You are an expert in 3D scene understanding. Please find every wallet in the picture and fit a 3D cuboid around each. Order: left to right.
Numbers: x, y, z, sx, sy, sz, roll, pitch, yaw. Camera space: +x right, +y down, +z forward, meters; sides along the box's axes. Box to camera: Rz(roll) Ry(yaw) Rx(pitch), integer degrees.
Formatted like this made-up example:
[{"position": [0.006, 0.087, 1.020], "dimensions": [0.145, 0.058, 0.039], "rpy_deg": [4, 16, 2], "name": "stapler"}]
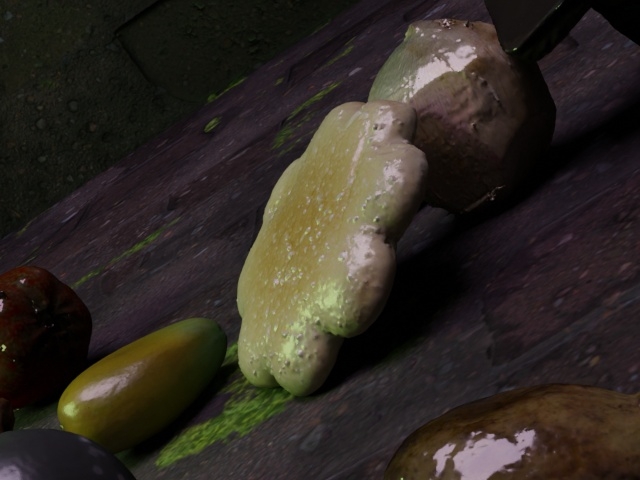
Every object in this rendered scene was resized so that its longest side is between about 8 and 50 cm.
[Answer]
[{"position": [0.273, -0.302, 1.395], "dimensions": [0.309, 0.042, 0.165], "rpy_deg": [-48, 27, 21], "name": "wallet"}]

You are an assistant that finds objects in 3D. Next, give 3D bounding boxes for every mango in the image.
[{"position": [-0.178, 0.145, 1.520], "dimensions": [0.194, 0.092, 0.130], "rpy_deg": [-35, 12, -17], "name": "mango"}]

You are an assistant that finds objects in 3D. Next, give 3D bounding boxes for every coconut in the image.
[{"position": [0.138, -0.133, 1.499], "dimensions": [0.194, 0.194, 0.194], "rpy_deg": [-33, 14, 9], "name": "coconut"}]

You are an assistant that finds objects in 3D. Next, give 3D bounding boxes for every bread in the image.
[{"position": [0.000, 0.000, 1.405], "dimensions": [0.316, 0.054, 0.316], "rpy_deg": [-49, 26, 35], "name": "bread"}]

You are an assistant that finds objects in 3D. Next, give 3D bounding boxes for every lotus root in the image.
[{"position": [0.117, 0.138, 0.800], "dimensions": [0.214, 0.138, 0.138], "rpy_deg": [-30, 15, 20], "name": "lotus root"}]

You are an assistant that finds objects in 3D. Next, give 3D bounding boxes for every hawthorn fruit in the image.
[{"position": [-0.396, 0.133, 1.920], "dimensions": [0.181, 0.181, 0.235], "rpy_deg": [-45, 13, -35], "name": "hawthorn fruit"}]

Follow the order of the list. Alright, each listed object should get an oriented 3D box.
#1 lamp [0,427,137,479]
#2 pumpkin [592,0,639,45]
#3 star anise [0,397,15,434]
[{"position": [-0.256, 0.283, 1.118], "dimensions": [0.314, 0.182, 0.182], "rpy_deg": [-50, 17, -10], "name": "lamp"}, {"position": [0.379, -0.296, 1.468], "dimensions": [0.263, 0.197, 0.293], "rpy_deg": [-43, 28, 27], "name": "pumpkin"}, {"position": [-0.320, 0.257, 1.248], "dimensions": [0.088, 0.288, 0.288], "rpy_deg": [19, 38, 15], "name": "star anise"}]
